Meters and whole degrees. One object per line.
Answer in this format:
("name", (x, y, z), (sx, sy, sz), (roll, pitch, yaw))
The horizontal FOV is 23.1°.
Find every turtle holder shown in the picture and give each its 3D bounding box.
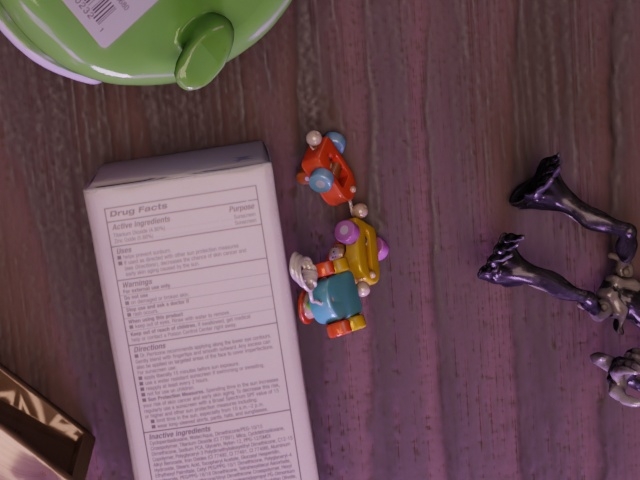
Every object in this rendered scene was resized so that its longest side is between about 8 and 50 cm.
("turtle holder", (-0.124, -0.264, 1.091), (0.243, 0.227, 0.320), (18, 89, -28))

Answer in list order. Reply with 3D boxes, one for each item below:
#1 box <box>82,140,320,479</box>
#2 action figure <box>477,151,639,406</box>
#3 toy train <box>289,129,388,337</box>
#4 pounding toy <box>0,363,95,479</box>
("box", (-0.086, 0.089, 1.226), (0.148, 0.121, 0.311), (-7, 102, -2))
("action figure", (0.264, 0.056, 1.233), (0.275, 0.141, 0.164), (31, 86, -7))
("toy train", (0.000, 0.000, 1.220), (0.046, 0.166, 0.125), (-17, 128, 29))
("pounding toy", (-0.236, 0.195, 1.196), (0.181, 0.206, 0.094), (39, 97, -10))
